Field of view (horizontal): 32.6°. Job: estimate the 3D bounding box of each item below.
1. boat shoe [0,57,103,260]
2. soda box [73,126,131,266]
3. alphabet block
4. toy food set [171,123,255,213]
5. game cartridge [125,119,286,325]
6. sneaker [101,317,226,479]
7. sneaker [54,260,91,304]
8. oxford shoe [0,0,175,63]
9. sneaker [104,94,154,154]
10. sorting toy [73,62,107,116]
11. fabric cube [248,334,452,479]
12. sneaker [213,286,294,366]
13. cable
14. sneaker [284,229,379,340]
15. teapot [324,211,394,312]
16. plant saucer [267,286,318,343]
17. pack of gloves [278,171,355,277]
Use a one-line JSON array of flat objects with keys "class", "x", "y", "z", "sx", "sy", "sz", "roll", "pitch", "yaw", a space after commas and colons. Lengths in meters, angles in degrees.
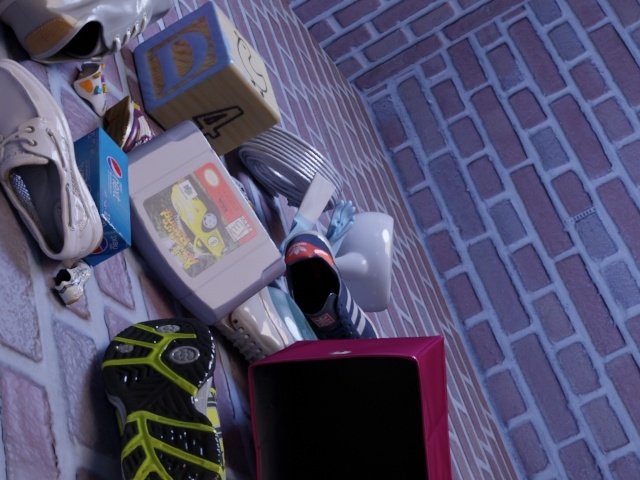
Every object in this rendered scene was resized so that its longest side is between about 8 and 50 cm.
[{"class": "boat shoe", "x": -0.363, "y": -0.103, "z": 1.371, "sx": 0.277, "sy": 0.098, "sz": 0.096, "roll": 62, "pitch": 12, "yaw": 0}, {"class": "soda box", "x": -0.315, "y": -0.064, "z": 1.536, "sx": 0.071, "sy": 0.067, "sz": 0.210, "roll": 51, "pitch": 17, "yaw": -39}, {"class": "alphabet block", "x": -0.219, "y": -0.300, "z": 2.106, "sx": 0.197, "sy": 0.193, "sz": 0.192, "roll": 45, "pitch": 23, "yaw": -50}, {"class": "toy food set", "x": -0.207, "y": -0.101, "z": 1.913, "sx": 0.232, "sy": 0.111, "sz": 0.104, "roll": 36, "pitch": 29, "yaw": -56}, {"class": "game cartridge", "x": -0.198, "y": -0.025, "z": 1.703, "sx": 0.196, "sy": 0.060, "sz": 0.294, "roll": -37, "pitch": 96, "yaw": -35}, {"class": "sneaker", "x": -0.190, "y": 0.233, "z": 1.336, "sx": 0.384, "sy": 0.145, "sz": 0.147, "roll": -101, "pitch": -171, "yaw": -58}, {"class": "sneaker", "x": -0.316, "y": 0.045, "z": 1.389, "sx": 0.037, "sy": 0.032, "sz": 0.083, "roll": 55, "pitch": 14, "yaw": -27}, {"class": "oxford shoe", "x": -0.358, "y": -0.352, "z": 1.762, "sx": 0.130, "sy": 0.169, "sz": 0.449, "roll": 58, "pitch": 21, "yaw": 0}, {"class": "sneaker", "x": -0.305, "y": -0.167, "z": 1.777, "sx": 0.084, "sy": 0.070, "sz": 0.185, "roll": 48, "pitch": 19, "yaw": -28}, {"class": "sorting toy", "x": -0.367, "y": -0.245, "z": 1.792, "sx": 0.083, "sy": 0.045, "sz": 0.075, "roll": -94, "pitch": 171, "yaw": -60}, {"class": "fabric cube", "x": 0.056, "y": 0.283, "z": 1.651, "sx": 0.258, "sy": 0.254, "sz": 0.259, "roll": -11, "pitch": 97, "yaw": -75}, {"class": "sneaker", "x": -0.131, "y": 0.146, "z": 1.800, "sx": 0.123, "sy": 0.106, "sz": 0.290, "roll": -28, "pitch": 99, "yaw": -42}, {"class": "cable", "x": -0.064, "y": -0.157, "z": 2.377, "sx": 0.257, "sy": 0.089, "sz": 0.257, "roll": 22, "pitch": -17, "yaw": 47}, {"class": "sneaker", "x": 0.018, "y": 0.156, "z": 2.171, "sx": 0.350, "sy": 0.131, "sz": 0.148, "roll": 61, "pitch": 12, "yaw": -11}, {"class": "teapot", "x": 0.073, "y": 0.046, "z": 2.539, "sx": 0.256, "sy": 0.187, "sz": 0.252, "roll": 86, "pitch": 9, "yaw": -52}, {"class": "plant saucer", "x": -0.021, "y": 0.215, "z": 1.993, "sx": 0.317, "sy": 0.044, "sz": 0.317, "roll": 61, "pitch": 3, "yaw": -5}, {"class": "pack of gloves", "x": 0.000, "y": 0.000, "z": 2.283, "sx": 0.046, "sy": 0.232, "sz": 0.195, "roll": 22, "pitch": -9, "yaw": 35}]
